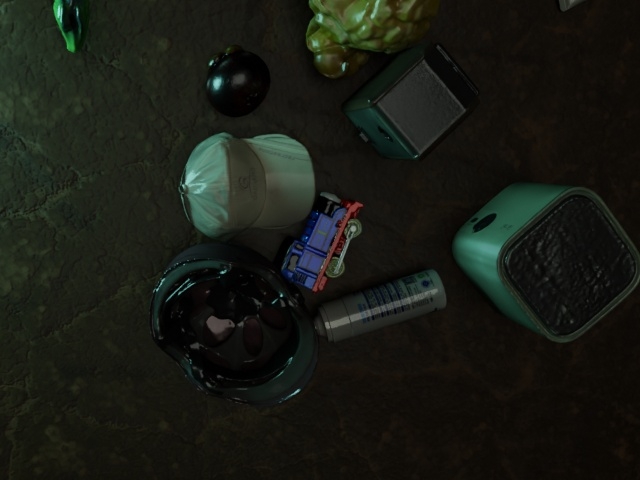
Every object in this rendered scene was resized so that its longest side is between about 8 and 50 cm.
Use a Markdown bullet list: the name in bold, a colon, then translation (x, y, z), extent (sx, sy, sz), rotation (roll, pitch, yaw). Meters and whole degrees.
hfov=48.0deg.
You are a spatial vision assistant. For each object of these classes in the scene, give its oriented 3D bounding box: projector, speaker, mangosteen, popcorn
- **projector**: translation (0.449, 0.034, 1.457), extent (0.248, 0.249, 0.248), rotation (-41, 102, -3)
- **speaker**: translation (0.164, -0.259, 1.373), extent (0.192, 0.231, 0.153), rotation (-43, 103, -3)
- **mangosteen**: translation (-0.164, -0.308, 1.370), extent (0.140, 0.140, 0.140), rotation (-1, 98, -11)
- **popcorn**: translation (0.089, -0.457, 1.349), extent (0.265, 0.225, 0.332), rotation (17, 116, 1)

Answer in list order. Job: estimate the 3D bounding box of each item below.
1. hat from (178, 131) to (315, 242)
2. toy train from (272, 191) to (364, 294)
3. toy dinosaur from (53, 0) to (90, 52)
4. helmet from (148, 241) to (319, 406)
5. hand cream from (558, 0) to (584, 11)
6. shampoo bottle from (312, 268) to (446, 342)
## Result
- **hat**: translation (-0.132, -0.099, 1.376), extent (0.226, 0.164, 0.219), rotation (1, 99, 23)
- **toy train**: translation (0.000, 0.000, 1.453), extent (0.131, 0.083, 0.204), rotation (24, 92, -11)
- **toy dinosaur**: translation (-0.399, -0.597, 1.136), extent (0.144, 0.500, 0.374), rotation (1, 62, -19)
- **helmet**: translation (-0.164, 0.142, 1.380), extent (0.338, 0.197, 0.271), rotation (40, 102, -19)
- **hand cream**: translation (0.603, -0.559, 1.515), extent (0.234, 0.050, 0.080), rotation (-21, 101, -3)
- **shampoo bottle**: translation (0.104, 0.143, 1.487), extent (0.303, 0.092, 0.092), rotation (-18, 100, -8)
